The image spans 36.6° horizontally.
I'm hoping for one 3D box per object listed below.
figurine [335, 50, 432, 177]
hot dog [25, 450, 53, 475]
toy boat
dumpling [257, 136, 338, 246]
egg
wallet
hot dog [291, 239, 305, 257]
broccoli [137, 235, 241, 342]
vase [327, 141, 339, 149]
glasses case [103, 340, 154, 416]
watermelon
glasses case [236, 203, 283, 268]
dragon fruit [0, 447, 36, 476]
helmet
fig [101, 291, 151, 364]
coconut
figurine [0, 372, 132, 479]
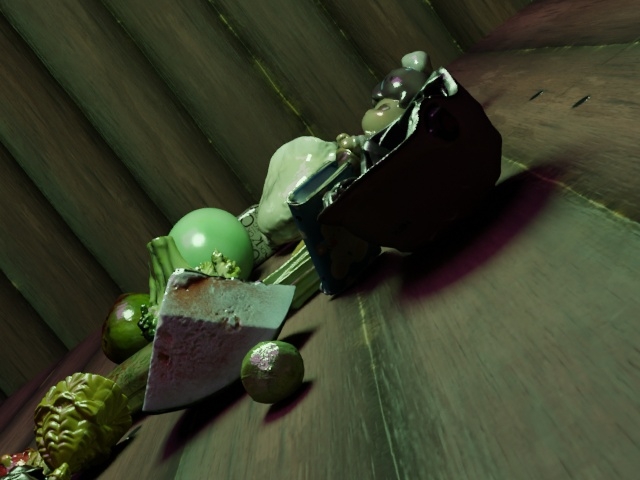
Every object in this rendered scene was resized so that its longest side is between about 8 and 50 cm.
[{"bbox_3d":[0.133,-0.261,2.260,0.365,0.206,0.218,-30,-20,-16],"label":"figurine"},{"bbox_3d":[-0.546,0.443,1.915,0.078,0.061,0.169,-28,13,43],"label":"hot dog"},{"bbox_3d":[-0.004,0.038,1.806,0.276,0.084,0.111,-43,13,-16],"label":"toy boat"},{"bbox_3d":[-0.070,-0.120,2.365,0.318,0.242,0.187,-26,-8,32],"label":"dumpling"},{"bbox_3d":[-0.274,0.037,2.371,0.220,0.220,0.269,-35,27,14],"label":"egg"},{"bbox_3d":[0.025,-0.023,1.620,0.059,0.202,0.141,16,49,43],"label":"wallet"},{"bbox_3d":[0.000,0.000,2.079,0.066,0.047,0.215,9,33,23],"label":"hot dog"},{"bbox_3d":[-0.304,0.105,2.091,0.263,0.243,0.247,-23,3,41],"label":"broccoli"},{"bbox_3d":[-0.048,-0.119,2.571,0.360,0.165,0.165,-35,8,37],"label":"vase"},{"bbox_3d":[-0.291,0.232,1.868,0.425,0.098,0.156,-34,12,19],"label":"glasses case"},{"bbox_3d":[-0.214,0.159,1.566,0.320,0.213,0.289,-8,31,50],"label":"watermelon"},{"bbox_3d":[-0.248,0.043,2.544,0.355,0.137,0.085,-37,8,5],"label":"glasses case"},{"bbox_3d":[-0.625,0.471,1.968,0.126,0.068,0.112,-38,-19,-54],"label":"dragon fruit"},{"bbox_3d":[0.154,-0.094,1.470,0.271,0.197,0.338,-41,11,41],"label":"helmet"},{"bbox_3d":[-0.451,0.216,2.393,0.191,0.181,0.181,-16,0,-21],"label":"fig"},{"bbox_3d":[-0.067,0.179,1.317,0.096,0.088,0.088,-19,20,49],"label":"coconut"},{"bbox_3d":[-0.450,0.391,1.628,0.187,0.168,0.315,-22,23,21],"label":"figurine"}]
